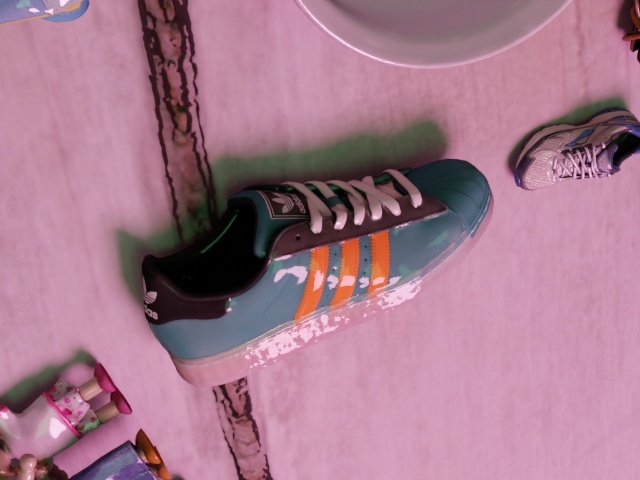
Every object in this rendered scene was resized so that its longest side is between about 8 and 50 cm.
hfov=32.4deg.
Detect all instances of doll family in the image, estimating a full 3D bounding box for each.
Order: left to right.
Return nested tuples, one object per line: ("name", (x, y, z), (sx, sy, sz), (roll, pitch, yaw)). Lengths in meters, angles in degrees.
("doll family", (-0.189, 0.236, 0.900), (0.163, 0.118, 0.263), (-33, 125, -8))

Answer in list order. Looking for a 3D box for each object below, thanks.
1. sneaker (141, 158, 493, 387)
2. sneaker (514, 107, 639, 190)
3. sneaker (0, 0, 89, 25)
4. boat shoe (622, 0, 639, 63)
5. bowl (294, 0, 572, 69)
("sneaker", (0.000, 0.000, 0.879), (0.302, 0.108, 0.121), (-29, 128, -9))
("sneaker", (0.237, -0.079, 0.986), (0.135, 0.058, 0.052), (-25, 123, -12))
("sneaker", (-0.159, -0.256, 0.654), (0.319, 0.127, 0.208), (-34, 126, 12))
("boat shoe", (0.328, -0.185, 0.943), (0.123, 0.123, 0.342), (-50, 131, 3))
("bowl", (0.068, -0.278, 0.755), (0.297, 0.134, 0.298), (-11, 119, -21))
